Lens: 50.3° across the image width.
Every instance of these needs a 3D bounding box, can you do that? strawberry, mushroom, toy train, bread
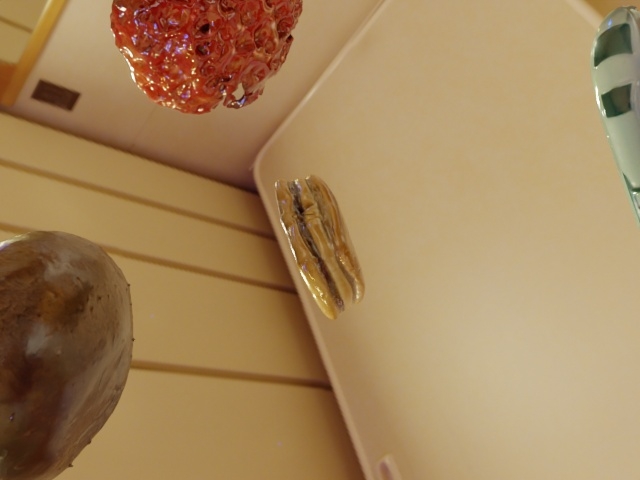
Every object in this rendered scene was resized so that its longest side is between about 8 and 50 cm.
[{"bbox_3d":[-0.055,-0.167,0.458,0.082,0.188,0.121,36,176,21],"label":"strawberry"},{"bbox_3d":[-0.345,0.149,0.825,0.239,0.345,0.345,35,-151,-14],"label":"mushroom"},{"bbox_3d":[0.441,-0.109,0.908,0.088,0.086,0.407,-23,-85,-31],"label":"toy train"},{"bbox_3d":[0.000,0.000,0.857,0.200,0.077,0.116,-108,-1,-51],"label":"bread"}]
